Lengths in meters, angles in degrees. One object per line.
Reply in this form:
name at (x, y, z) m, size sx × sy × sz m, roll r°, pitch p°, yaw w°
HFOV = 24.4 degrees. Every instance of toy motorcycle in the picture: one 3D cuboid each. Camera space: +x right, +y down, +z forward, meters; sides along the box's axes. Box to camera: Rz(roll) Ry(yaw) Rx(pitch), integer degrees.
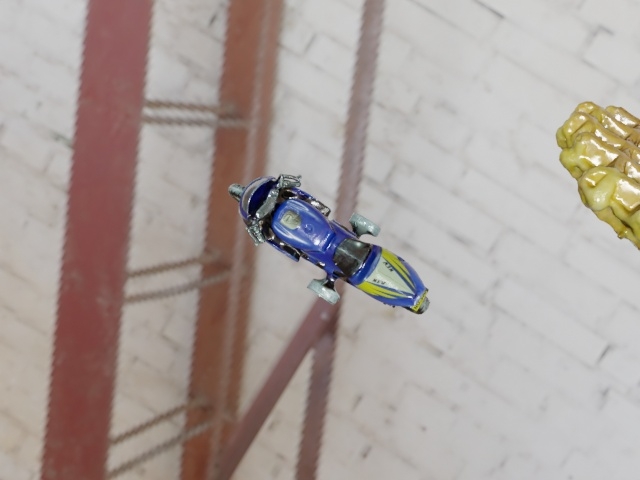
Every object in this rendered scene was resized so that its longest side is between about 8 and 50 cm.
toy motorcycle at (0.000, 0.000, 1.784) m, size 0.315 × 0.113 × 0.169 m, roll 31°, pitch -4°, yaw 23°

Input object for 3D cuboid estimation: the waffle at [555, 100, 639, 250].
waffle at (0.315, -0.025, 1.290) m, size 0.249 × 0.056 × 0.253 m, roll 23°, pitch 28°, yaw -26°

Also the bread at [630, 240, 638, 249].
bread at (0.618, -0.085, 2.285) m, size 0.320 × 0.321 × 0.237 m, roll 28°, pitch 7°, yaw -14°
